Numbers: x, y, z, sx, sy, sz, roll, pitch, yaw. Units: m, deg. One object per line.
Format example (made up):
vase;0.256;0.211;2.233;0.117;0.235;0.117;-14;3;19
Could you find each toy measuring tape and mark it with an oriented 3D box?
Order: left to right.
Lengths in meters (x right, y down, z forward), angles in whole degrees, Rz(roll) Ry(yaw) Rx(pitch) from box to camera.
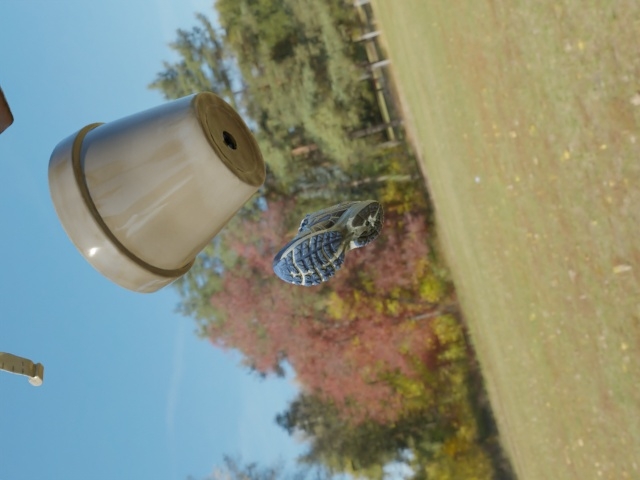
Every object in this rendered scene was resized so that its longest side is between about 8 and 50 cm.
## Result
toy measuring tape;-0.634;0.211;1.421;0.330;0.121;0.121;20;-142;-25

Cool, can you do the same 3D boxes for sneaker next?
sneaker;0.000;0.000;0.841;0.058;0.135;0.052;17;127;43

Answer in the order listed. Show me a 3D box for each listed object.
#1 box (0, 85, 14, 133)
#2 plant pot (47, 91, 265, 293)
box;-0.318;-0.103;0.530;0.167;0.168;0.203;45;165;-4
plant pot;-0.261;-0.112;1.516;0.323;0.280;0.323;48;-156;-29
